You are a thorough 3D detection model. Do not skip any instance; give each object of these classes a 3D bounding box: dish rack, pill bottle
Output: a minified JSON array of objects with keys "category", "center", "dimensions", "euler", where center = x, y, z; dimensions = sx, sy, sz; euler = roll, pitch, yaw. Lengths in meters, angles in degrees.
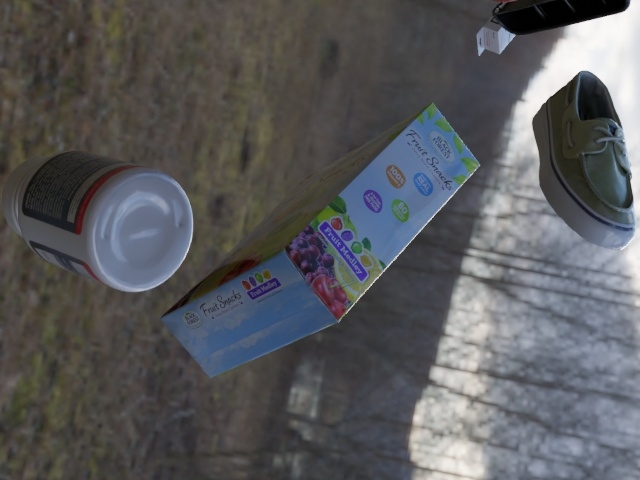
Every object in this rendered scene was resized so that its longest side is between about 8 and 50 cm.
[{"category":"dish rack","center":[0.226,-0.367,1.443],"dimensions":[0.208,0.271,0.074],"euler":[-4,-137,56]},{"category":"pill bottle","center":[-0.206,-0.024,1.134],"dimensions":[0.108,0.180,0.108],"euler":[-13,110,-39]}]

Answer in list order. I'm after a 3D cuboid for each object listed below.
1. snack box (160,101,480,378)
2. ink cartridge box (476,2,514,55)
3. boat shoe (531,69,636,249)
[{"category":"snack box","center":[0.000,0.000,0.967],"dimensions":[0.174,0.070,0.207],"euler":[-28,-168,48]},{"category":"ink cartridge box","center":[0.265,-0.311,1.882],"dimensions":[0.083,0.028,0.048],"euler":[-50,149,-23]},{"category":"boat shoe","center":[0.323,-0.107,1.544],"dimensions":[0.302,0.109,0.094],"euler":[-97,-150,-52]}]
